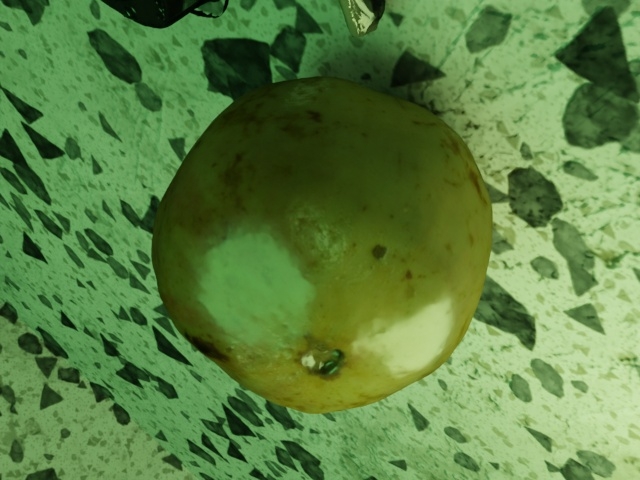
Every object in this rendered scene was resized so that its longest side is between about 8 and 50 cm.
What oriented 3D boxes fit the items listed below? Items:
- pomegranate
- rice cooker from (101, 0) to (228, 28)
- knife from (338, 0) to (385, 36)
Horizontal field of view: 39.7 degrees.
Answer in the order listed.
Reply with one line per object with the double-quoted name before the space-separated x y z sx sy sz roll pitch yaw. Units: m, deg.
"pomegranate" 0.000 0.000 0.881 0.342 0.342 0.343 27 145 21
"rice cooker" -0.178 -0.294 0.880 0.203 0.118 0.142 31 152 16
"knife" 0.006 -0.312 0.684 0.043 0.089 0.365 20 149 34
